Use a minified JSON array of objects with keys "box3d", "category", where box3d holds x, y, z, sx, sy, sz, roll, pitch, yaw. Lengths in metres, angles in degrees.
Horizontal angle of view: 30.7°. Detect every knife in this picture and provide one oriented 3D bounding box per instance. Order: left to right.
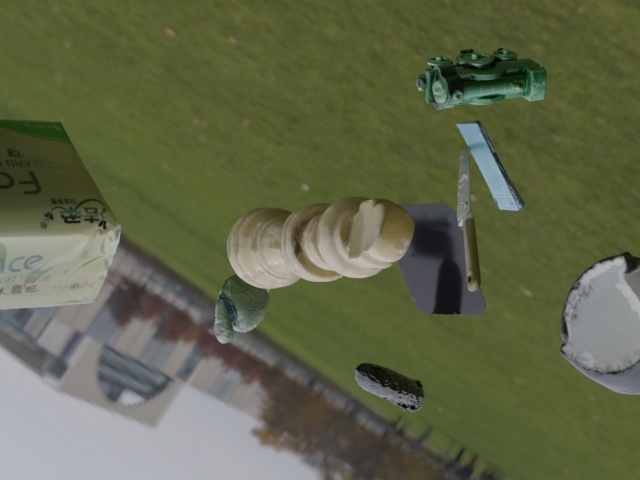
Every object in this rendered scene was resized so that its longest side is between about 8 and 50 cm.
[{"box3d":[0.226,-0.040,1.814,0.017,0.297,0.047,11,141,-13],"category":"knife"}]

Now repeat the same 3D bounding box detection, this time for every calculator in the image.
[{"box3d":[0.277,-0.120,1.889,0.057,0.018,0.172,-2,125,55],"category":"calculator"}]

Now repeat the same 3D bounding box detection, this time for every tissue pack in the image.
[{"box3d":[-0.575,-0.050,1.887,0.405,0.205,0.331,-3,-137,-35],"category":"tissue pack"}]

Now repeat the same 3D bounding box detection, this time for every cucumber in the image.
[{"box3d":[0.138,0.284,2.281,0.067,0.067,0.245,30,179,33],"category":"cucumber"}]

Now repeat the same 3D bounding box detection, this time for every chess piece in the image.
[{"box3d":[0.000,0.000,1.453,0.117,0.117,0.397,36,164,-17],"category":"chess piece"}]

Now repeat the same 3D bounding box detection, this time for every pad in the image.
[{"box3d":[0.167,0.026,2.284,0.323,0.055,0.250,14,132,52],"category":"pad"}]

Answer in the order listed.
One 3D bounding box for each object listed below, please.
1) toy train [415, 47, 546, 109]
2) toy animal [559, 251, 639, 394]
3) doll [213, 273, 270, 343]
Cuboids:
[{"box3d":[0.231,-0.230,1.691,0.178,0.071,0.104,-9,-152,-15],"category":"toy train"},{"box3d":[0.573,0.139,1.947,0.310,0.250,0.251,10,-171,-36],"category":"toy animal"},{"box3d":[-0.150,0.118,2.268,0.072,0.214,0.103,-18,113,35],"category":"doll"}]
